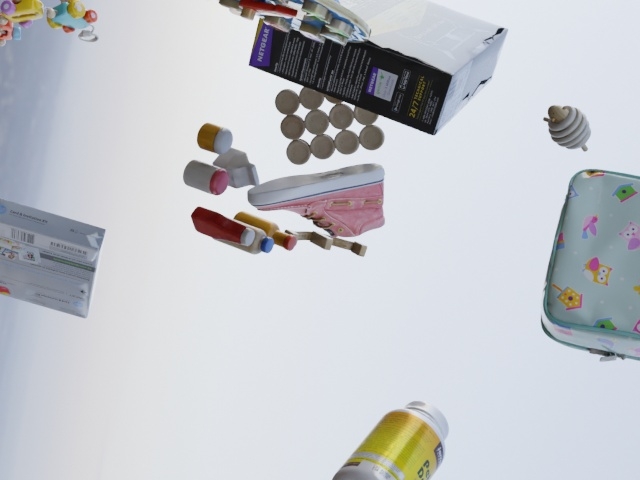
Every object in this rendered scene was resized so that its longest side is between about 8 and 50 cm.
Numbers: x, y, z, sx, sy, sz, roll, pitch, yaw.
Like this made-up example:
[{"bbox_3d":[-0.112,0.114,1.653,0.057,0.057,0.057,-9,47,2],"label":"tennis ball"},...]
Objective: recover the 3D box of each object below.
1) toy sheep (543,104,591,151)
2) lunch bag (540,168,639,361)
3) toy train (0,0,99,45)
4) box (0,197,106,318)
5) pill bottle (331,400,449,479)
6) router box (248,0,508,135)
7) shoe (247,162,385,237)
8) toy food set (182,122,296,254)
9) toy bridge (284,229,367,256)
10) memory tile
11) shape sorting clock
[{"bbox_3d":[0.508,-0.229,2.265,0.091,0.132,0.091,-36,-150,26],"label":"toy sheep"},{"bbox_3d":[0.445,0.042,1.607,0.108,0.224,0.279,76,28,-62],"label":"lunch bag"},{"bbox_3d":[-0.393,-0.314,1.545,0.125,0.166,0.046,135,-48,-73],"label":"toy train"},{"bbox_3d":[-0.361,0.027,1.442,0.186,0.145,0.038,115,-11,-54],"label":"box"},{"bbox_3d":[0.113,0.335,1.679,0.215,0.117,0.117,-42,161,-47],"label":"pill bottle"},{"bbox_3d":[0.084,-0.245,1.400,0.309,0.243,0.081,-43,152,-61],"label":"router box"},{"bbox_3d":[-0.001,-0.039,1.353,0.063,0.178,0.081,-149,-129,-63],"label":"shoe"},{"bbox_3d":[-0.115,-0.055,1.592,0.111,0.104,0.232,-52,149,-32],"label":"toy food set"},{"bbox_3d":[0.000,0.000,2.190,0.063,0.188,0.026,30,-73,54],"label":"toy bridge"},{"bbox_3d":[0.013,-0.172,1.571,0.012,0.148,0.113,-54,132,-68],"label":"memory tile"},{"bbox_3d":[-0.056,-0.206,0.933,0.040,0.206,0.206,-69,-165,-2],"label":"shape sorting clock"}]
